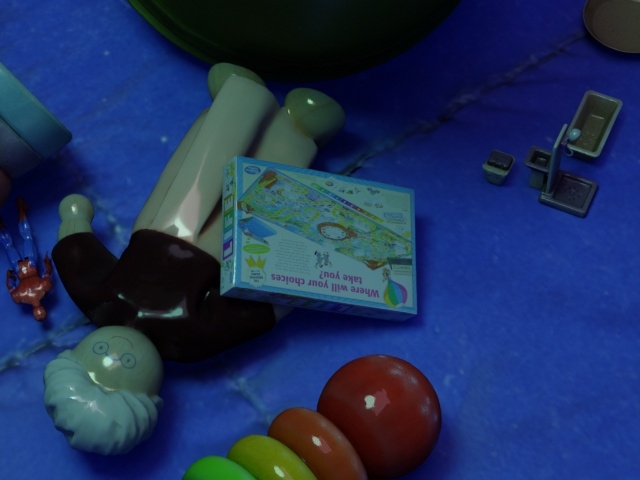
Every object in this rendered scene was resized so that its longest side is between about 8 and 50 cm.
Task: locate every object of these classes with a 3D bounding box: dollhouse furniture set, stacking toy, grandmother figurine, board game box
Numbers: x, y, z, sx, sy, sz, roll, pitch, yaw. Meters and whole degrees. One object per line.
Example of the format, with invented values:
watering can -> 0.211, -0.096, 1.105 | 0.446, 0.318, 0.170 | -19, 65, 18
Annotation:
dollhouse furniture set -> 0.195, -0.098, 1.222 | 0.091, 0.081, 0.114 | 21, 59, 15
stacking toy -> -0.327, -0.183, 1.160 | 0.130, 0.279, 0.309 | -45, 64, -3
grandmother figurine -> -0.111, 0.014, 1.149 | 0.208, 0.104, 0.342 | 13, 55, 18
stacking toy -> -0.047, 0.192, 1.022 | 0.330, 0.141, 0.141 | -33, 61, -27
board game box -> 0.000, 0.000, 1.141 | 0.154, 0.026, 0.103 | 10, 68, -26

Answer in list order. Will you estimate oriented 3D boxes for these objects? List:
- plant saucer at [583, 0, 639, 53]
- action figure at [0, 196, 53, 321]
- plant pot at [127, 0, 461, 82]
plant saucer -> 0.271, -0.192, 1.323 | 0.083, 0.015, 0.083 | -1, 56, 2
action figure -> -0.232, 0.018, 1.189 | 0.038, 0.030, 0.115 | -19, 51, -6
plant pot -> 0.000, -0.306, 1.116 | 0.366, 0.353, 0.366 | -1, 94, -7
